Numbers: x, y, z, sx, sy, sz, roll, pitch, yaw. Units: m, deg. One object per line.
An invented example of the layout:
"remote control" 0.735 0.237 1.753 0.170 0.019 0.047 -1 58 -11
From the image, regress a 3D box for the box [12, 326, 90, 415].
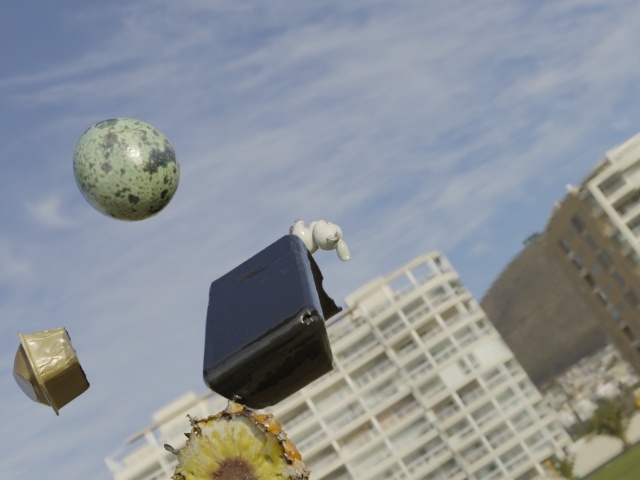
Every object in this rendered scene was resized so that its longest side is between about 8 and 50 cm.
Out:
"box" -0.426 0.203 1.647 0.111 0.111 0.177 -28 -24 -17

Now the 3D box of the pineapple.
"pineapple" -0.099 0.295 1.292 0.221 0.221 0.047 -42 -17 27

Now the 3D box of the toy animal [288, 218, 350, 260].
"toy animal" 0.001 -0.005 2.064 0.124 0.085 0.071 -10 -46 30

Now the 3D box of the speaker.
"speaker" -0.052 0.139 1.557 0.180 0.184 0.388 -33 17 7

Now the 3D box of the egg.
"egg" -0.257 -0.096 1.374 0.132 0.172 0.132 -19 -55 -29
